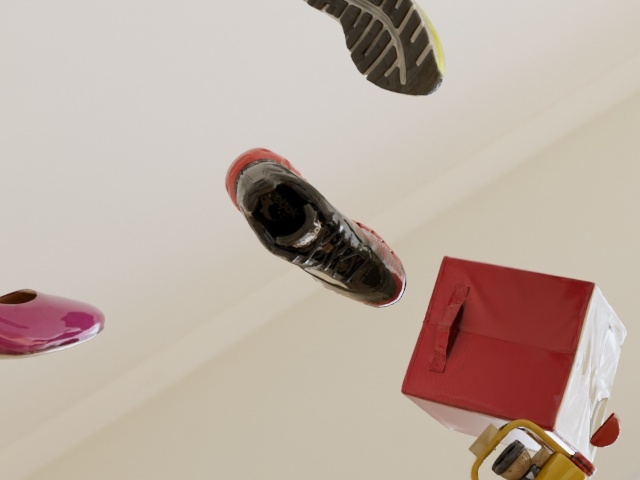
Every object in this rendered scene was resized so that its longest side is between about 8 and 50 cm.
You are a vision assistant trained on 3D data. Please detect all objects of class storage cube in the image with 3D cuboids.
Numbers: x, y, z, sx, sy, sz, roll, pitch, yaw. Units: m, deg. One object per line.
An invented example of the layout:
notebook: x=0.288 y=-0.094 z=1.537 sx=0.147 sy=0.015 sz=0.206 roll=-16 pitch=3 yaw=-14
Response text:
storage cube: x=0.241 y=0.145 z=1.399 sx=0.215 sy=0.193 sz=0.183 roll=41 pitch=-116 yaw=-55

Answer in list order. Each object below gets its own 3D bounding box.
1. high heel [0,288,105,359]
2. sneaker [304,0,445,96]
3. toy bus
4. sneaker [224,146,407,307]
high heel: x=-0.373 y=0.034 z=1.164 sx=0.377 sy=0.127 sz=0.181 roll=-1 pitch=-93 yaw=-53
sneaker: x=0.063 y=-0.209 z=1.091 sx=0.094 sy=0.208 sz=0.081 roll=11 pitch=-53 yaw=-49
toy bus: x=0.199 y=0.230 z=1.151 sx=0.191 sy=0.104 sz=0.202 roll=-36 pitch=-18 yaw=-48
sneaker: x=0.000 y=0.000 z=1.414 sx=0.276 sy=0.135 sz=0.097 roll=40 pitch=-82 yaw=-16
